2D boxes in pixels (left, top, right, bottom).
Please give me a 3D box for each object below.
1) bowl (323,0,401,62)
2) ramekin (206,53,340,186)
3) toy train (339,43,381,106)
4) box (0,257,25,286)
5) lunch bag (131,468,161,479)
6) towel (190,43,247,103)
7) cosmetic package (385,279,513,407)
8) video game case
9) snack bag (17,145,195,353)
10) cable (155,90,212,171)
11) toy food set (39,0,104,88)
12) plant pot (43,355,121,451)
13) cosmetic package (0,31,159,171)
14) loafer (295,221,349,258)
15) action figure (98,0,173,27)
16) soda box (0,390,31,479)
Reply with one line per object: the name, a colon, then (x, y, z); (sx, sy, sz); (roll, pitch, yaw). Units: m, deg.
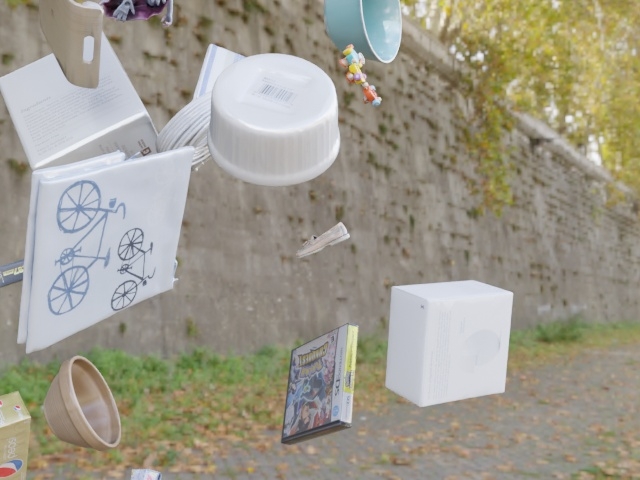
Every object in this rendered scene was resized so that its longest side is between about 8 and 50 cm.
bowl: (0.119, -0.694, 2.330); (0.163, 0.311, 0.311); (-1, -5, 29)
ramekin: (-0.093, -0.252, 1.524); (0.277, 0.277, 0.135); (1, -39, -3)
toy train: (0.097, -0.421, 1.947); (0.046, 0.166, 0.125); (-27, -26, 19)
box: (-0.862, 0.088, 2.169); (0.183, 0.059, 0.233); (-20, 4, -26)
lunch bag: (-0.383, 0.549, 1.683); (0.053, 0.071, 0.083); (-8, -29, 21)
towel: (-0.213, -0.420, 2.153); (0.285, 0.209, 0.034); (19, -21, -23)
cosmetic package: (0.268, 0.210, 1.596); (0.225, 0.224, 0.138); (-2, 10, -31)
video game case: (-0.005, 0.354, 1.848); (0.035, 0.248, 0.275); (21, -31, -26)
snack bag: (-0.350, -0.004, 1.274); (0.037, 0.323, 0.342); (28, 30, 24)
cable: (-0.298, -0.280, 1.914); (0.257, 0.089, 0.257); (-39, -5, -5)
toy food set: (-0.589, -0.540, 1.791); (0.092, 0.306, 0.220); (-15, -35, -30)
plant pot: (-0.583, 0.406, 1.811); (0.110, 0.237, 0.237); (-26, -5, 0)
cosmetic package: (-0.636, -0.297, 2.113); (0.327, 0.393, 0.329); (-29, -33, -8)
loafer: (0.000, 0.000, 1.600); (0.125, 0.039, 0.045); (-23, 3, 16)
action figure: (-0.596, -0.837, 2.454); (0.248, 0.276, 0.370); (6, 33, -11)
soda box: (-0.506, 0.324, 1.206); (0.061, 0.181, 0.058); (-14, 49, -37)
